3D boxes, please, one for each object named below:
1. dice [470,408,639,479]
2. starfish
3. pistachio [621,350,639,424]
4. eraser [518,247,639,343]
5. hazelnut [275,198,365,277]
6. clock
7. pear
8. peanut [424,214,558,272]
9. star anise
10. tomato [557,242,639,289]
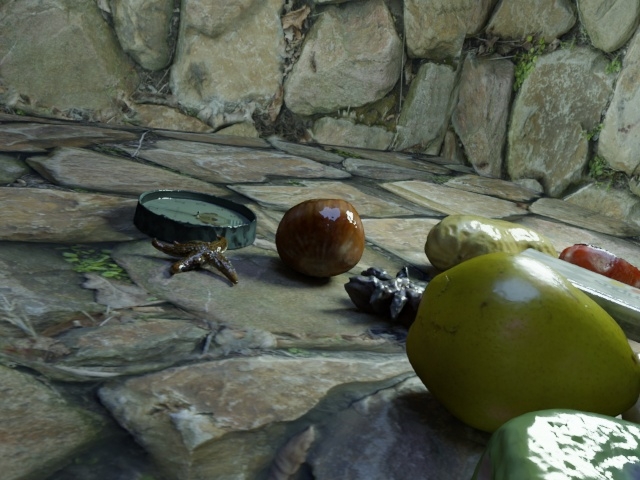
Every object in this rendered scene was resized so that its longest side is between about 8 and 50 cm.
[{"bbox_3d":[0.239,0.303,0.532,0.251,0.250,0.254,15,16,7],"label":"dice"},{"bbox_3d":[-0.251,0.030,1.443,0.238,0.057,0.213,21,26,29],"label":"starfish"},{"bbox_3d":[0.587,0.264,1.053,0.193,0.214,0.318,-28,-16,32],"label":"pistachio"},{"bbox_3d":[0.609,0.130,1.435,0.396,0.082,0.213,24,20,26],"label":"eraser"},{"bbox_3d":[0.000,0.000,1.533,0.214,0.176,0.214,-11,42,11],"label":"hazelnut"},{"bbox_3d":[-0.310,-0.058,1.683,0.312,0.061,0.312,12,16,-4],"label":"clock"},{"bbox_3d":[0.302,0.171,1.028,0.336,0.285,0.285,41,26,17],"label":"pear"},{"bbox_3d":[0.456,0.030,1.747,0.387,0.170,0.192,7,23,-19],"label":"peanut"},{"bbox_3d":[0.170,0.118,1.382,0.229,0.093,0.236,1,18,-31],"label":"star anise"},{"bbox_3d":[0.676,0.115,1.635,0.228,0.228,0.101,19,61,22],"label":"tomato"}]
